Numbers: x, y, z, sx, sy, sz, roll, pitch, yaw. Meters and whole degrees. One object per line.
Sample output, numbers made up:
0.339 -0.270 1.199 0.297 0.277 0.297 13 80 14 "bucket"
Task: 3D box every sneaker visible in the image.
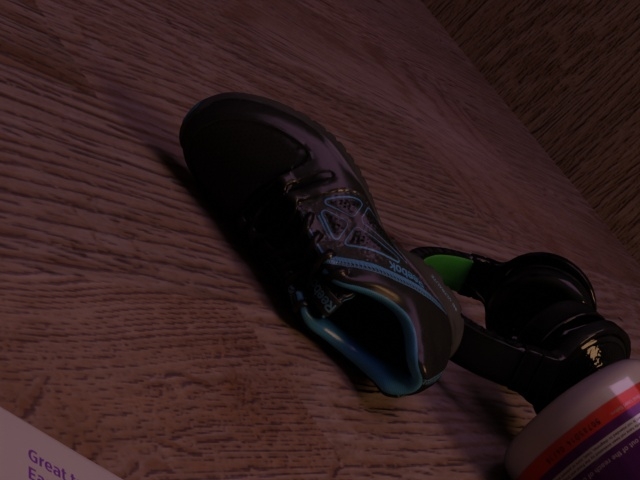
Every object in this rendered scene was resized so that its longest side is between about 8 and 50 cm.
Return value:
0.000 0.000 1.306 0.341 0.125 0.139 44 22 -3 "sneaker"

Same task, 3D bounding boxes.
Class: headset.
0.254 0.133 1.598 0.394 0.185 0.243 18 20 -15 "headset"

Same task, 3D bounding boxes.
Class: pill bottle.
0.336 0.285 1.376 0.323 0.181 0.181 54 18 20 "pill bottle"

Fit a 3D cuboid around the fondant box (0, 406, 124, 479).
-0.161 0.186 0.534 0.238 0.096 0.330 38 18 -30 "fondant box"
